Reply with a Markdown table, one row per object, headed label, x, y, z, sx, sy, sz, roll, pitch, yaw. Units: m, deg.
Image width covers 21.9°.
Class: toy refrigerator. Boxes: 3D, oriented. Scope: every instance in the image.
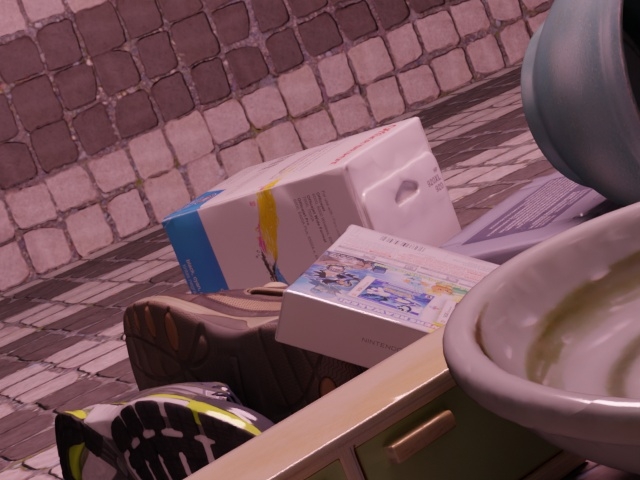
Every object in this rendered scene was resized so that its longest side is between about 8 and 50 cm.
| label | x | y | z | sx | sy | sz | roll | pitch | yaw |
| --- | --- | --- | --- | --- | --- | --- | --- | --- | --- |
| toy refrigerator | 0.031 | 0.145 | 0.981 | 0.269 | 0.102 | 0.094 | -27 | 11 | -34 |

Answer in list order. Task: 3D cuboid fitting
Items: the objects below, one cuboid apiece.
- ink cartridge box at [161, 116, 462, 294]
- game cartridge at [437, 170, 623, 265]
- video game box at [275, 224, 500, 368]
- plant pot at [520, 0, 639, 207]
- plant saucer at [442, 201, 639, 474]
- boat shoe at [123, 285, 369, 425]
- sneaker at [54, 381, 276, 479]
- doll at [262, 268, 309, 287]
| label | x | y | z | sx | sy | sz | roll | pitch | yaw |
| --- | --- | --- | --- | --- | --- | --- | --- | --- | --- |
| ink cartridge box | 0.000 | 0.000 | 1.683 | 0.232 | 0.168 | 0.171 | -15 | 12 | 34 |
| game cartridge | 0.240 | -0.019 | 1.619 | 0.196 | 0.060 | 0.294 | -18 | 9 | 40 |
| video game box | 0.091 | 0.056 | 1.236 | 0.205 | 0.048 | 0.187 | 16 | 17 | 12 |
| plant pot | 0.302 | -0.144 | 1.459 | 0.293 | 0.293 | 0.196 | -28 | 9 | -34 |
| plant saucer | 0.270 | 0.052 | 0.900 | 0.400 | 0.101 | 0.400 | -13 | 14 | 3 |
| boat shoe | -0.042 | 0.103 | 1.395 | 0.130 | 0.132 | 0.355 | -15 | 13 | -34 |
| sneaker | -0.096 | 0.149 | 1.254 | 0.121 | 0.111 | 0.300 | -22 | 10 | -31 |
| doll | 0.036 | 0.055 | 1.480 | 0.189 | 0.129 | 0.046 | -3 | 48 | 1 |
